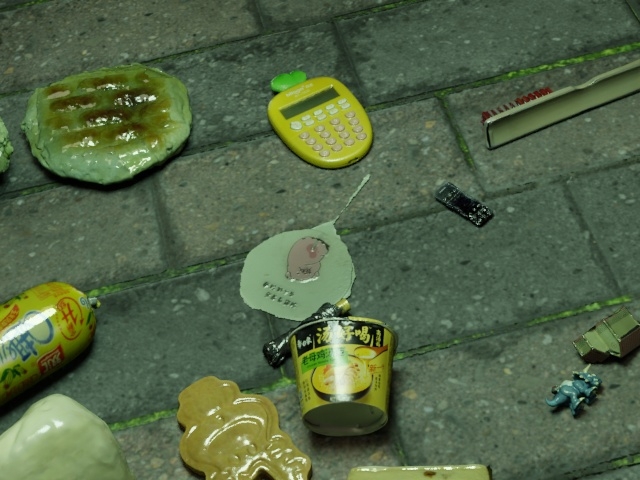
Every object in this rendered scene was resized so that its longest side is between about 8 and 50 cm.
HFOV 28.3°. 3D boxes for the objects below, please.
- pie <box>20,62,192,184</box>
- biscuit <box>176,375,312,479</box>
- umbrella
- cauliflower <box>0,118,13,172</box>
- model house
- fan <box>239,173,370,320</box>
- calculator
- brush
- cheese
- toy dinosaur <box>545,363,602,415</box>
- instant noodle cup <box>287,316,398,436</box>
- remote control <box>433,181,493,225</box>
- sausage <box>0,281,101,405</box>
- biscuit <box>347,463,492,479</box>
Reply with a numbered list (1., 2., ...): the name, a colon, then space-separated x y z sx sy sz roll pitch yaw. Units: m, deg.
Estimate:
1. pie: -0.351 -0.203 2.121 0.306 0.071 0.306 -3 49 3
2. biscuit: -0.113 0.272 1.700 0.144 0.040 0.236 -25 53 -21
3. umbrella: -0.018 0.128 1.806 0.144 0.037 0.040 -33 39 -16
4. cauliflower: -0.640 -0.156 1.994 0.327 0.260 0.281 -5 40 32
5. model house: 0.397 0.136 1.737 0.083 0.057 0.058 -27 75 -39
6. fan: 0.000 -0.001 1.933 0.182 0.010 0.310 19 55 23
7. calculator: -0.005 -0.203 2.096 0.146 0.032 0.235 -25 52 -14
8. brush: 0.403 -0.231 2.048 0.321 0.060 0.050 -21 39 -10
9. cheese: -0.348 0.291 1.583 0.173 0.248 0.251 -36 47 -23
10. toy dinosaur: 0.339 0.201 1.696 0.083 0.031 0.047 -35 53 -22
11. instant noodle cup: 0.030 0.185 1.689 0.151 0.151 0.122 -3 60 6
12. remote control: 0.219 -0.054 1.947 0.096 0.014 0.039 35 61 30
13. sausage: -0.459 0.167 1.775 0.347 0.123 0.123 -33 53 -21
14. biscuit: 0.125 0.315 1.615 0.188 0.052 0.056 -2 36 5
